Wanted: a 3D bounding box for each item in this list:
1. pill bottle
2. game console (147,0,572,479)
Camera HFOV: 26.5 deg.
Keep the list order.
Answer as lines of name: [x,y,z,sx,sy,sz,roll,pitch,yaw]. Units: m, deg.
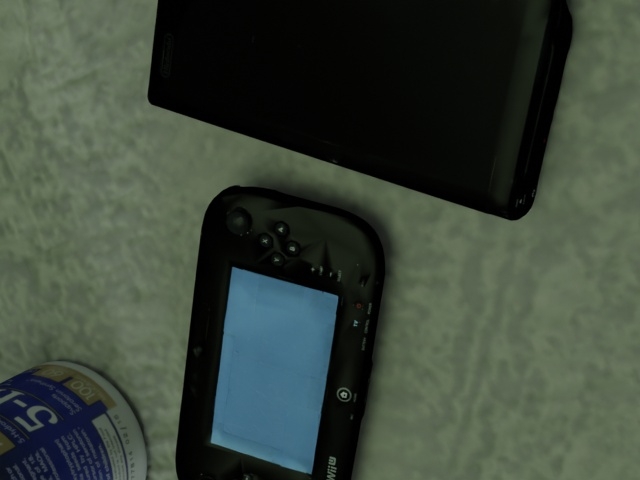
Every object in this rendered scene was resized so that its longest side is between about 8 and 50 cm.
pill bottle: [-0.197,0.150,0.785,0.112,0.187,0.112,9,109,27]
game console: [0.000,0.000,0.710,0.213,0.044,0.361,19,114,25]
